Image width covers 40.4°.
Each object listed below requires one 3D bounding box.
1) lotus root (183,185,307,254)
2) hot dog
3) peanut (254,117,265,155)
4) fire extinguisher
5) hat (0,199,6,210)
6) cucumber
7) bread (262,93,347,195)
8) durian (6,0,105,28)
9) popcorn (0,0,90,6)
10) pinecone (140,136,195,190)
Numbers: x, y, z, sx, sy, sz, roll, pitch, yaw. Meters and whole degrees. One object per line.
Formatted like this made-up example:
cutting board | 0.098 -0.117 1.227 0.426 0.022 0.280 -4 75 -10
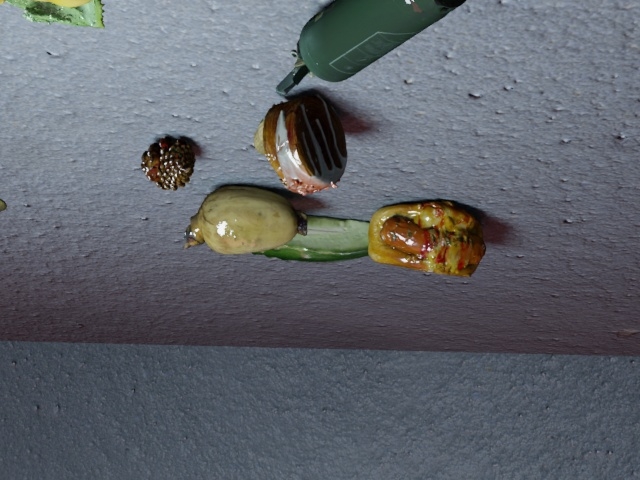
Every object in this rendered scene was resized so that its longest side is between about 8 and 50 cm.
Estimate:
lotus root | -0.155 -0.043 1.783 0.256 0.140 0.154 -3 -169 -3
hot dog | 0.235 -0.002 1.813 0.256 0.150 0.153 9 171 -12
peanut | -0.088 -0.178 1.503 0.053 0.054 0.113 8 164 -10
fire extinguisher | 0.051 -0.271 1.108 0.095 0.114 0.311 44 148 -17
hat | -0.796 -0.062 1.979 0.146 0.067 0.146 4 161 1
cucumber | 0.000 0.003 1.941 0.325 0.105 0.145 4 161 -6
bread | -0.021 -0.153 1.398 0.073 0.161 0.160 -12 156 31
durian | -0.356 -0.323 1.058 0.215 0.100 0.086 9 160 -43
popcorn | -0.266 -0.337 0.700 0.280 0.297 0.316 -12 -167 2
pinecone | -0.281 -0.136 1.596 0.102 0.102 0.109 17 161 -33
